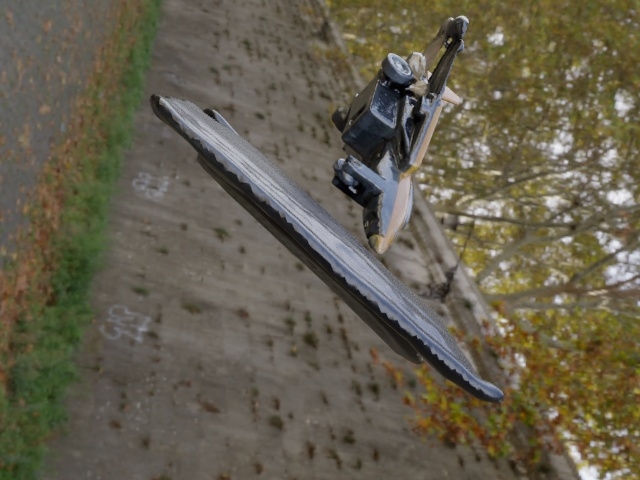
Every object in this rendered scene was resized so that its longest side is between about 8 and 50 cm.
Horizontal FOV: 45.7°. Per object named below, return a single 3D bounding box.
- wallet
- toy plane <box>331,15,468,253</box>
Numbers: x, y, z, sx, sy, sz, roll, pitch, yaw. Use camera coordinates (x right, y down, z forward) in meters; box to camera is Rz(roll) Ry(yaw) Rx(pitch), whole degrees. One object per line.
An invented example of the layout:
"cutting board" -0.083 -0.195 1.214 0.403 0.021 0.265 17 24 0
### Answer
"wallet" 0.000 0.000 0.519 0.041 0.247 0.323 -46 -174 3
"toy plane" 0.060 -0.094 0.728 0.204 0.103 0.316 -45 -170 35
